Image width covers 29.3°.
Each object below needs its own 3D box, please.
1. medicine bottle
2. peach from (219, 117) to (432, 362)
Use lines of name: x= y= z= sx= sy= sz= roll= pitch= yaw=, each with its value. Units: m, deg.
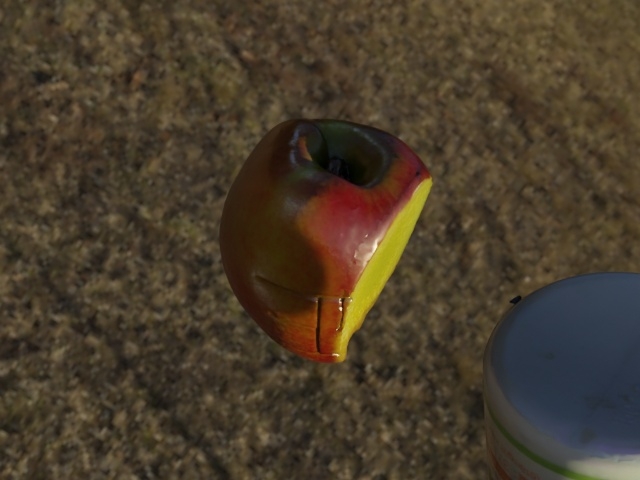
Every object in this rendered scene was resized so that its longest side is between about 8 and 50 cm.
medicine bottle: x=0.101 y=0.105 z=0.416 sx=0.086 sy=0.183 sz=0.086 roll=-5 pitch=37 yaw=4
peach: x=0.000 y=0.000 z=1.407 sx=0.248 sy=0.275 sz=0.245 roll=-19 pitch=41 yaw=-36
